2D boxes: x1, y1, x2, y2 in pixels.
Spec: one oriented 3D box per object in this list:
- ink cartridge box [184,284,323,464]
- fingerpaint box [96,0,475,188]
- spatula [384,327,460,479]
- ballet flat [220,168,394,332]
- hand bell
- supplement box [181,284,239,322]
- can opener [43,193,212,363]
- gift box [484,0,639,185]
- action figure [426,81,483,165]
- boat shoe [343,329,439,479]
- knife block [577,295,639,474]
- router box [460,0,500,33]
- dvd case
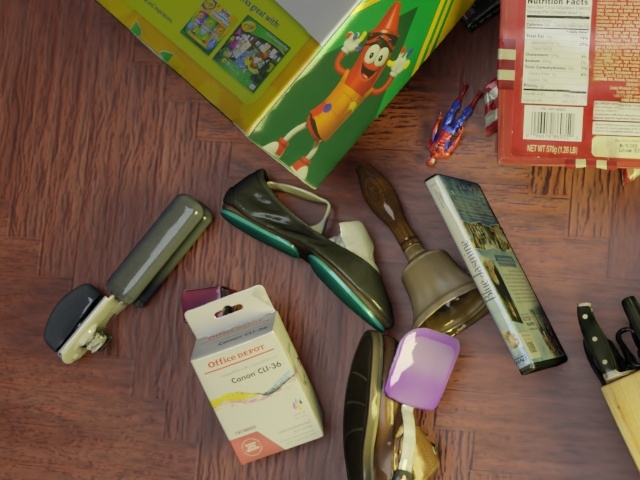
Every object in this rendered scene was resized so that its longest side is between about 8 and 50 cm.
[{"bbox_3d":[-0.085,0.166,1.702,0.115,0.067,0.198,-21,109,9],"label":"ink cartridge box"},{"bbox_3d":[-0.048,-0.337,1.672,0.371,0.163,0.445,-50,51,2],"label":"fingerpaint box"},{"bbox_3d":[0.098,0.248,1.614,0.084,0.030,0.296,21,72,-26],"label":"spatula"},{"bbox_3d":[0.000,0.000,1.738,0.280,0.095,0.096,36,80,14],"label":"ballet flat"},{"bbox_3d":[0.109,-0.002,1.719,0.126,0.126,0.242,-34,66,6],"label":"hand bell"},{"bbox_3d":[-0.139,0.084,1.759,0.055,0.083,0.043,-7,82,12],"label":"supplement box"},{"bbox_3d":[-0.257,0.048,1.794,0.093,0.074,0.280,44,93,14],"label":"can opener"},{"bbox_3d":[0.315,-0.192,1.614,0.255,0.258,0.276,7,105,11],"label":"gift box"},{"bbox_3d":[0.166,-0.145,1.751,0.038,0.030,0.115,29,92,9],"label":"action figure"},{"bbox_3d":[0.088,0.265,1.687,0.104,0.111,0.307,4,88,-12],"label":"boat shoe"},{"bbox_3d":[0.377,0.194,1.561,0.088,0.275,0.242,-26,108,8],"label":"knife block"},{"bbox_3d":[0.195,-0.342,1.762,0.092,0.038,0.122,-34,77,6],"label":"router box"},{"bbox_3d":[0.213,0.039,1.640,0.022,0.180,0.253,-30,78,18],"label":"dvd case"}]
